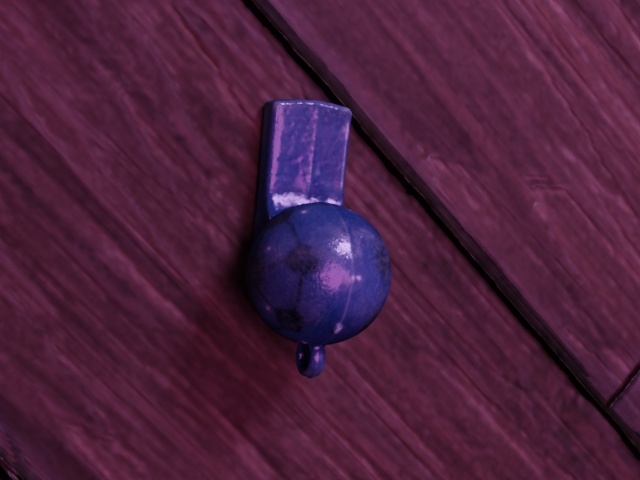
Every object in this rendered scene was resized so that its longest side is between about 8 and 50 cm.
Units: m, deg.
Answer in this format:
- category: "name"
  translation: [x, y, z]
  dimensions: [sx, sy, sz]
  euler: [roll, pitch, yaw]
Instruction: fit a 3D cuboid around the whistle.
- category: "whistle"
  translation: [0.000, 0.000, 1.041]
  dimensions: [0.090, 0.090, 0.157]
  euler: [3, 95, -28]
